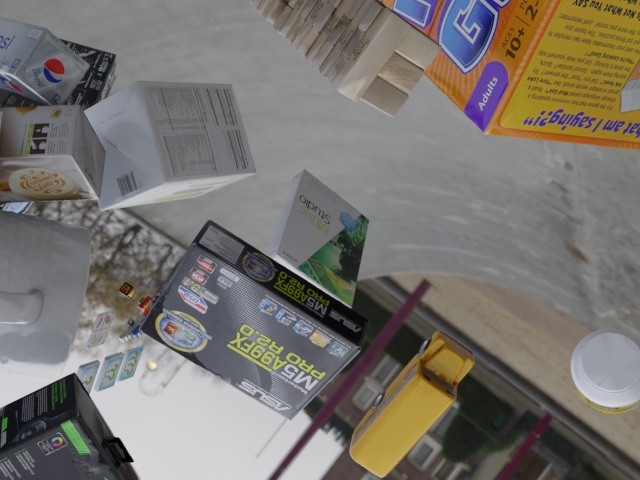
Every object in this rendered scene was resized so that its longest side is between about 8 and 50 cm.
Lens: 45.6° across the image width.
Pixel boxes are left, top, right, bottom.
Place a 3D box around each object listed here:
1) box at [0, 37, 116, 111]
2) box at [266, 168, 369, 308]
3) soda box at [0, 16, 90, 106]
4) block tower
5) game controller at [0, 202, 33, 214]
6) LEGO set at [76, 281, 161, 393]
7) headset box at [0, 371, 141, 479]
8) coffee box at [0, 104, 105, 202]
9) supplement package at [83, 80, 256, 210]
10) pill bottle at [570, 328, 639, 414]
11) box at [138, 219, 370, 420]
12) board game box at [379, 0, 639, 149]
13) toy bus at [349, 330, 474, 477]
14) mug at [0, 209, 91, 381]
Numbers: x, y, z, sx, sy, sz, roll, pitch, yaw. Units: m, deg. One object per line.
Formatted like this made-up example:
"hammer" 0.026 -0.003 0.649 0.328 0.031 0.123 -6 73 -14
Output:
"box" -0.597 -0.299 1.622 0.243 0.307 0.076 14 149 -7
"box" 0.000 0.000 1.864 0.232 0.058 0.322 36 -138 -20
"soda box" -0.507 -0.302 1.248 0.286 0.091 0.098 22 168 39
"block tower" 0.003 -0.255 0.844 0.097 0.091 0.335 21 -157 -38
"game controller" -0.556 -0.098 1.412 0.067 0.319 0.166 49 -148 3
"LEGO set" -0.362 0.187 1.438 0.060 0.244 0.182 29 -163 21
"headset box" -0.423 0.372 1.147 0.131 0.283 0.246 46 159 62
"coffee box" -0.479 -0.131 1.183 0.247 0.098 0.141 -2 154 1
"supplement package" -0.304 -0.190 1.523 0.263 0.199 0.198 -14 -92 -54
"pill bottle" 0.392 0.176 1.025 0.103 0.103 0.184 37 179 27
"box" -0.098 0.122 1.087 0.270 0.216 0.060 33 -141 -7
"board game box" 0.335 -0.368 1.015 0.357 0.356 0.356 1 -142 -30
"toy bus" 0.202 0.362 1.689 0.108 0.332 0.130 35 -158 -2
"mug" -0.559 0.079 1.212 0.328 0.276 0.374 14 177 -25
